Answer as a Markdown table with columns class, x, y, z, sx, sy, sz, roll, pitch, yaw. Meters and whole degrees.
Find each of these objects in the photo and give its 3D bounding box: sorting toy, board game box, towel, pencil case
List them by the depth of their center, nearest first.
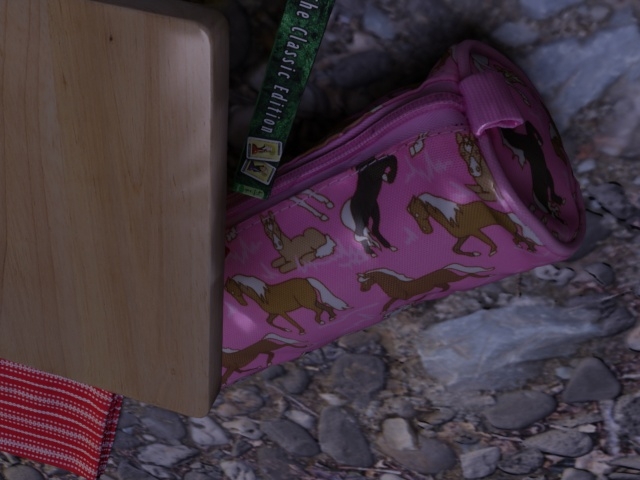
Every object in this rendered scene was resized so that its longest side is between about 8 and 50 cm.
| class | x | y | z | sx | sy | sz | roll | pitch | yaw |
| --- | --- | --- | --- | --- | --- | --- | --- | --- | --- |
| board game box | 0.000 | -0.158 | 0.490 | 0.030 | 0.136 | 0.260 | 16 | 137 | -8 |
| sorting toy | -0.167 | -0.045 | 0.518 | 0.255 | 0.089 | 0.257 | 14 | 125 | 12 |
| pencil case | 0.000 | 0.000 | 0.637 | 0.386 | 0.167 | 0.160 | -24 | 94 | 32 |
| towel | -0.334 | 0.190 | 0.995 | 0.198 | 0.031 | 0.275 | 19 | 136 | -5 |
